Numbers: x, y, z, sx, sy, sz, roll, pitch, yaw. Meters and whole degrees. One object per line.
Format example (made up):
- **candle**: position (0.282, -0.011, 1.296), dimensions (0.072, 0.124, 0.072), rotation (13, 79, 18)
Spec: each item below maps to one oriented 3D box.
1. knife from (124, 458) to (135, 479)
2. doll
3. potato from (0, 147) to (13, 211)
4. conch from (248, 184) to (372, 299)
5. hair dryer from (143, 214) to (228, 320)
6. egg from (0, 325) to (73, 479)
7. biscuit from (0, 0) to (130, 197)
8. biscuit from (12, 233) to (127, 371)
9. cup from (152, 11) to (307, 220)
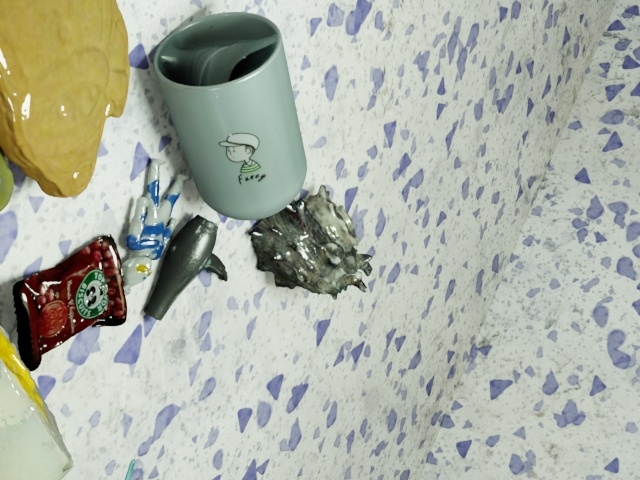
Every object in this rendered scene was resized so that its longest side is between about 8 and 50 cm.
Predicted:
- **knife**: position (-0.350, 0.439, 1.824), dimensions (0.014, 0.005, 0.091), rotation (16, 91, -60)
- **doll**: position (-0.277, -0.014, 1.661), dimensions (0.114, 0.057, 0.227), rotation (38, 70, -63)
- **potato**: position (-0.449, -0.112, 1.285), dimensions (0.105, 0.085, 0.188), rotation (-41, 133, -51)
- **conch**: position (-0.007, -0.007, 2.020), dimensions (0.313, 0.186, 0.240), rotation (16, 63, -43)
- **hair dryer**: position (-0.217, 0.063, 1.811), dimensions (0.195, 0.075, 0.219), rotation (-61, 158, -2)
- **egg**: position (-0.502, 0.201, 1.127), dimensions (0.340, 0.354, 0.354), rotation (-31, 137, -15)
- **biscuit**: position (-0.347, -0.238, 1.352), dimensions (0.312, 0.057, 0.351), rotation (-62, 152, -45)
- **biscuit**: position (-0.381, 0.095, 1.528), dimensions (0.235, 0.063, 0.151), rotation (-32, 132, -53)
- **cup**: position (-0.134, -0.192, 1.657), dimensions (0.205, 0.205, 0.312), rotation (-52, 145, -33)
